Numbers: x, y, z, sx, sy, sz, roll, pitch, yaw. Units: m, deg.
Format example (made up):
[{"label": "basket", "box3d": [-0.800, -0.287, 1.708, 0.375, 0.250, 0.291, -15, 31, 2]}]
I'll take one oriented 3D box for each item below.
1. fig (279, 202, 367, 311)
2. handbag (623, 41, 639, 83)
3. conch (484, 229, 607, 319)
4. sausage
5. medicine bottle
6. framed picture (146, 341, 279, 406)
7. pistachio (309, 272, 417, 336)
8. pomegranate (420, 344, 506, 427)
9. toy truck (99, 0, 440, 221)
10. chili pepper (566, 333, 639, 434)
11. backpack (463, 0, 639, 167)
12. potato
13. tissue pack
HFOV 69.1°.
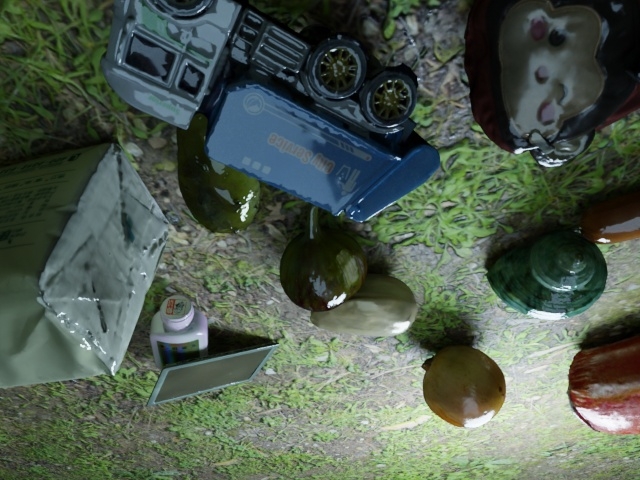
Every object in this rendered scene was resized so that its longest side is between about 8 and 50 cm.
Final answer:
[{"label": "fig", "box3d": [0.000, 0.000, 0.739, 0.150, 0.149, 0.245, -4, 127, 4]}, {"label": "handbag", "box3d": [0.452, -0.221, 0.420, 0.288, 0.152, 0.341, 20, 99, -9]}, {"label": "conch", "box3d": [0.397, 0.060, 0.808, 0.176, 0.122, 0.188, 25, 134, 8]}, {"label": "sausage", "box3d": [0.510, -0.045, 0.723, 0.198, 0.076, 0.076, -16, 136, 18]}, {"label": "medicine bottle", "box3d": [-0.298, 0.201, 0.986, 0.115, 0.077, 0.219, 1, 138, -11]}, {"label": "framed picture", "box3d": [-0.250, 0.308, 1.076, 0.275, 0.017, 0.217, -3, 144, -36]}, {"label": "pistachio", "box3d": [0.079, 0.114, 0.863, 0.201, 0.117, 0.145, 6, 153, 2]}, {"label": "pomegranate", "box3d": [0.324, 0.325, 1.057, 0.192, 0.191, 0.191, 0, 138, 0]}, {"label": "toy truck", "box3d": [-0.039, -0.161, 0.505, 0.368, 0.146, 0.175, 24, 112, -21]}, {"label": "chili pepper", "box3d": [0.744, 0.319, 1.055, 0.306, 0.229, 0.251, -20, 139, 35]}, {"label": "backpack", "box3d": [0.270, -0.204, 0.505, 0.230, 0.138, 0.229, 0, 118, -1]}, {"label": "potato", "box3d": [-0.143, -0.101, 0.642, 0.118, 0.090, 0.225, 2, 132, 7]}, {"label": "tissue pack", "box3d": [-0.444, 0.044, 0.651, 0.381, 0.296, 0.207, -9, 135, 11]}]
